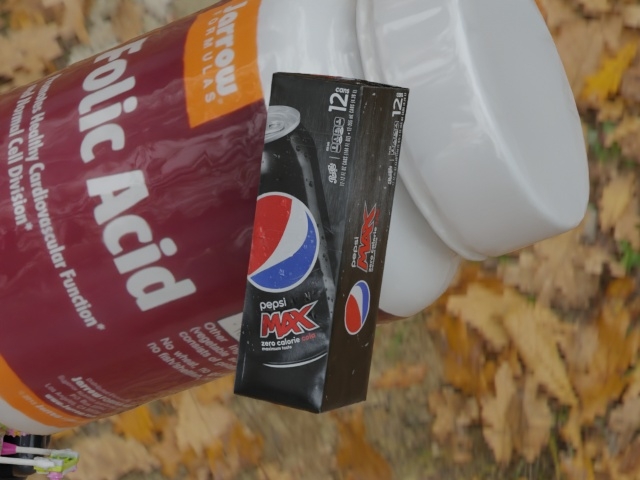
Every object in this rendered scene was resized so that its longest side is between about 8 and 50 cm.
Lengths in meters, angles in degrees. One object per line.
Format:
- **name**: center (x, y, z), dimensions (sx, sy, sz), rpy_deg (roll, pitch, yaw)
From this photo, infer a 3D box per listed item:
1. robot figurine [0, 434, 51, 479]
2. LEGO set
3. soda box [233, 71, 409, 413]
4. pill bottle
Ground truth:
- **robot figurine**: center (-0.378, 0.173, 1.858), dimensions (0.278, 0.209, 0.173), rpy_deg (-9, 33, 41)
- **LEGO set**: center (-0.251, 0.132, 1.666), dimensions (0.107, 0.287, 0.132), rpy_deg (4, 112, 6)
- **soda box**: center (0.000, 0.000, 1.004), dimensions (0.053, 0.060, 0.169), rpy_deg (10, 97, 26)
- **pill bottle**: center (-0.049, -0.034, 1.218), dimensions (0.392, 0.224, 0.224), rpy_deg (-20, 65, 23)
